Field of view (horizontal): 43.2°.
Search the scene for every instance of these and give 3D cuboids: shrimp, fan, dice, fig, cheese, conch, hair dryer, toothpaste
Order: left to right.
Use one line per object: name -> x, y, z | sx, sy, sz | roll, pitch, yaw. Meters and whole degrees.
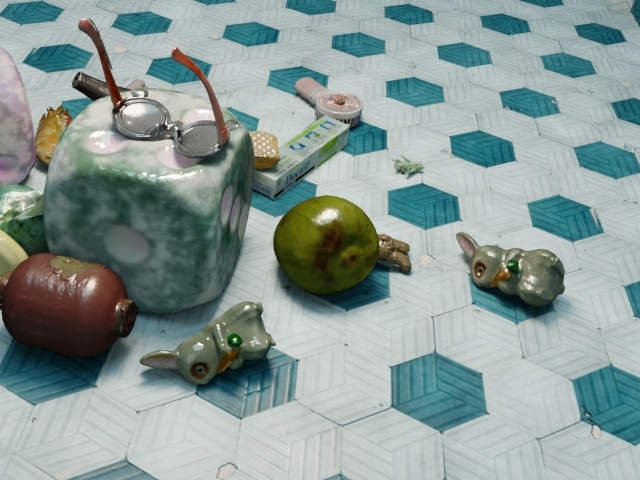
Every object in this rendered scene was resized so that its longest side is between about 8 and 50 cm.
dice -> -0.799, -0.271, 1.793 | 0.271, 0.270, 0.270 | -15, 44, -26
cheese -> -0.584, 0.055, 1.551 | 0.255, 0.127, 0.050 | 29, 33, -2
conch -> -0.599, -0.036, 1.639 | 0.196, 0.134, 0.202 | -18, 37, -16
shrimp -> -0.625, -0.256, 1.981 | 0.154, 0.062, 0.294 | 4, 39, -25
hair dryer -> -0.505, -0.278, 1.968 | 0.235, 0.091, 0.272 | 27, 43, -35
dice -> -0.321, -0.084, 1.589 | 0.330, 0.328, 0.348 | 11, 38, 3
toothpaste -> -0.049, -0.212, 2.010 | 0.081, 0.067, 0.336 | 26, 42, 22
fig -> 0.000, 0.000, 1.653 | 0.203, 0.203, 0.225 | -19, 25, -30
fan -> 0.015, -0.388, 2.237 | 0.130, 0.074, 0.244 | -22, 46, -31

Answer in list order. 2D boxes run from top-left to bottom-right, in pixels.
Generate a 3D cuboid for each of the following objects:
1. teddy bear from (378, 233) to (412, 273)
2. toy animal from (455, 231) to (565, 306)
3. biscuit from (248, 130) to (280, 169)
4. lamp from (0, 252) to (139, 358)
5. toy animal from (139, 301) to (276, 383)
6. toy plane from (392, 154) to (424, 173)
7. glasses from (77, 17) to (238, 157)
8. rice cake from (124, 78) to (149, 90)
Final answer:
teddy bear -> 0.121, 0.017, 1.739 | 0.160, 0.078, 0.119 | 4, 42, -6
toy animal -> 0.388, 0.060, 1.722 | 0.251, 0.127, 0.125 | 20, 49, 38
biscuit -> -0.284, -0.211, 1.855 | 0.378, 0.054, 0.094 | 1, 52, -12
lamp -> -0.457, 0.114, 1.448 | 0.258, 0.180, 0.180 | 13, 38, 8
toy animal -> -0.195, 0.200, 1.456 | 0.236, 0.138, 0.108 | -29, 88, -8
toy plane -> 0.223, -0.188, 2.053 | 0.083, 0.033, 0.080 | 8, 37, -10
glasses -> -0.267, -0.270, 1.362 | 0.234, 0.268, 0.118 | 22, 59, 15
rice cake -> -0.532, -0.353, 2.120 | 0.055, 0.049, 0.270 | 6, 37, 20
